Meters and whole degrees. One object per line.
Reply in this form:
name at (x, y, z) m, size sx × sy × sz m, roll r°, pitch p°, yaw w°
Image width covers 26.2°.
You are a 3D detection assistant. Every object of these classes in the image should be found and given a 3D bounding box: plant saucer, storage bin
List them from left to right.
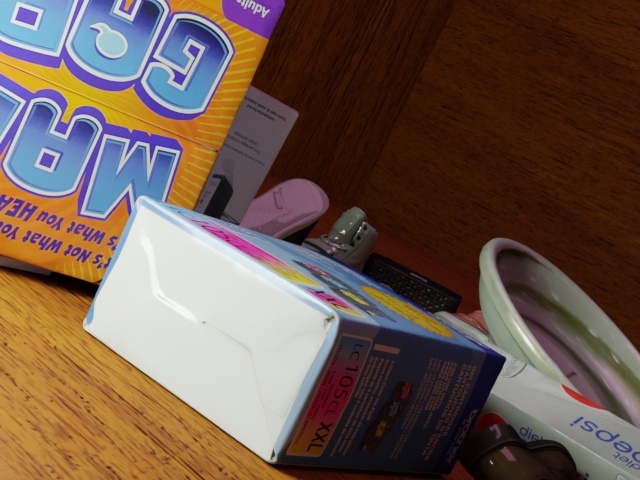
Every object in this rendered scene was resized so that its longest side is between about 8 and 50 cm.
storage bin at (0.153, 0.098, 2.436) m, size 0.180 × 0.084 × 0.122 m, roll 26°, pitch 5°, yaw 5°
plant saucer at (0.329, 0.175, 1.822) m, size 0.400 × 0.100 × 0.400 m, roll 39°, pitch 21°, yaw -19°

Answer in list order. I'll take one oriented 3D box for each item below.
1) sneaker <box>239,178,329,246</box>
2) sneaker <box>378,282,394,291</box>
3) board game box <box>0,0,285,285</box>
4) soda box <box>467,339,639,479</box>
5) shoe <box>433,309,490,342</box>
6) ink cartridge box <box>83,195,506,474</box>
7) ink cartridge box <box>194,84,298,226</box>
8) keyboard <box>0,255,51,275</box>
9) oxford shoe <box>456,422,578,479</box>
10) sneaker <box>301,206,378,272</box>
sneaker at (-0.120, 0.018, 1.929) m, size 0.296 × 0.147 × 0.104 m, roll -23°, pitch 61°, yaw -42°
sneaker at (-0.013, 0.084, 1.960) m, size 0.222 × 0.083 × 0.118 m, roll 14°, pitch -10°, yaw -25°
board game box at (-0.331, -0.197, 1.480) m, size 0.356 × 0.356 × 0.356 m, roll 21°, pitch 5°, yaw -40°
soda box at (0.267, 0.228, 1.585) m, size 0.286 × 0.091 × 0.098 m, roll 30°, pitch 32°, yaw 32°
shoe at (0.230, 0.143, 1.925) m, size 0.081 × 0.063 × 0.178 m, roll -4°, pitch 21°, yaw -25°
ink cartridge box at (-0.001, 0.106, 1.378) m, size 0.270 × 0.151 × 0.395 m, roll 30°, pitch 5°, yaw 34°
ink cartridge box at (-0.176, -0.079, 1.630) m, size 0.114 × 0.273 × 0.197 m, roll 26°, pitch 4°, yaw -40°
keyboard at (-0.370, -0.002, 1.355) m, size 0.072 × 0.014 × 0.256 m, roll 30°, pitch 7°, yaw 34°
oxford shoe at (0.218, 0.257, 1.420) m, size 0.227 × 0.083 × 0.096 m, roll 22°, pitch 30°, yaw -56°
sneaker at (0.000, 0.000, 2.300) m, size 0.094 × 0.151 × 0.256 m, roll 32°, pitch 9°, yaw 32°
